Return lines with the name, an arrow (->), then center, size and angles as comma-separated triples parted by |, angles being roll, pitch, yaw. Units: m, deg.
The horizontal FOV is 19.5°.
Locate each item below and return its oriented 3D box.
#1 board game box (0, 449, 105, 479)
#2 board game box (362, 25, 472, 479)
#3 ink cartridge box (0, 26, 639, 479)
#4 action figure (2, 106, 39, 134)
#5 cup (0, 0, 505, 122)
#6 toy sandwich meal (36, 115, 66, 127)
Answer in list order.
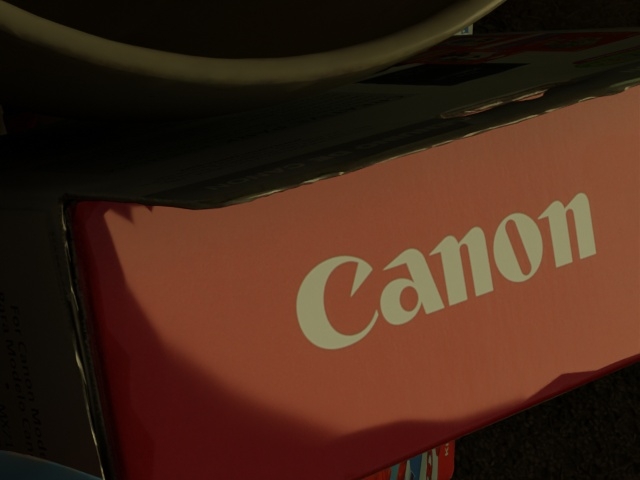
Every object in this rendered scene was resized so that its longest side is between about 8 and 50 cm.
board game box -> -0.109, 0.116, 0.566 | 0.168, 0.133, 0.033 | -45, -152, 25
board game box -> 0.000, 0.000, 1.019 | 0.302, 0.086, 0.308 | -6, 99, -71
ink cartridge box -> 0.005, 0.007, 0.698 | 0.272, 0.309, 0.130 | 3, -73, 51
action figure -> -0.161, -0.161, 1.186 | 0.139, 0.091, 0.280 | -11, 96, -82
cup -> -0.087, -0.179, 0.679 | 0.237, 0.331, 0.331 | 149, -61, -63
toy sandwich meal -> -0.169, -0.092, 1.222 | 0.029, 0.085, 0.085 | -6, 92, -53
